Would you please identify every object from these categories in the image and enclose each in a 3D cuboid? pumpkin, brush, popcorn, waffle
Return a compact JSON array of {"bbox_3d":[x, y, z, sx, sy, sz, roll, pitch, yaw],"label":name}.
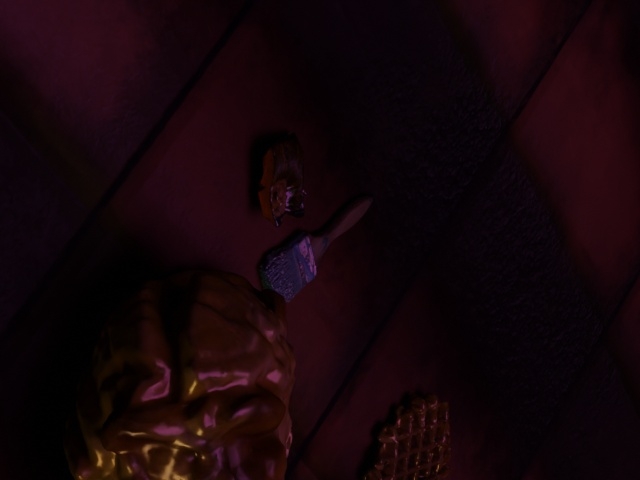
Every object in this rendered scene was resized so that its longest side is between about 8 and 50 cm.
[{"bbox_3d":[-0.044,-0.065,1.740,0.073,0.035,0.101,-31,125,-56],"label":"pumpkin"},{"bbox_3d":[0.000,0.000,1.836,0.196,0.021,0.070,-43,134,-36],"label":"brush"},{"bbox_3d":[-0.127,0.146,1.587,0.265,0.225,0.332,86,19,-45],"label":"popcorn"},{"bbox_3d":[0.115,0.287,2.090,0.191,0.038,0.191,-26,125,-44],"label":"waffle"}]
